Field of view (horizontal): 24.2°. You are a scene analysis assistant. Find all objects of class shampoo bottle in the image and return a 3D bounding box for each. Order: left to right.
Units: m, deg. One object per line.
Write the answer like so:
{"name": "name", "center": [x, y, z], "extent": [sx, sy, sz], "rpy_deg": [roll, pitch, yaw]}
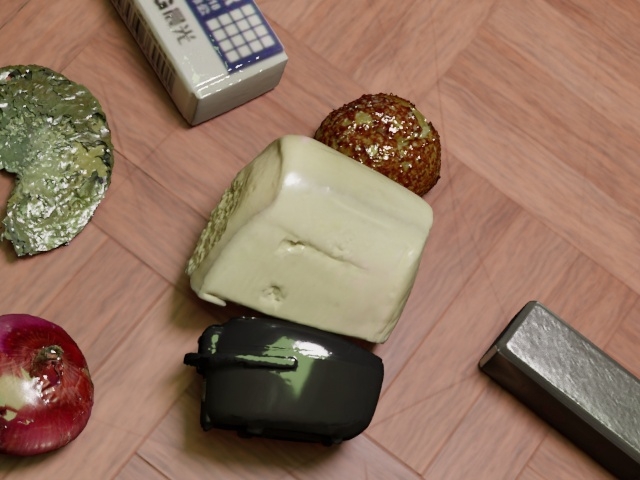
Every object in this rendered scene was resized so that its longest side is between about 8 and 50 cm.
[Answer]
{"name": "shampoo bottle", "center": [0.292, 0.173, 1.594], "extent": [0.246, 0.080, 0.079], "rpy_deg": [38, 67, 5]}

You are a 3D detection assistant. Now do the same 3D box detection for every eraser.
{"name": "eraser", "center": [-0.161, -0.276, 1.678], "extent": [0.124, 0.081, 0.279], "rpy_deg": [-27, 76, -21]}

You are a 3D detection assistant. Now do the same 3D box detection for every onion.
{"name": "onion", "center": [-0.285, 0.127, 1.455], "extent": [0.150, 0.140, 0.150], "rpy_deg": [10, 57, -16]}

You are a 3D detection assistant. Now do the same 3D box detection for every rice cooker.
{"name": "rice cooker", "center": [-0.038, 0.142, 1.505], "extent": [0.203, 0.142, 0.118], "rpy_deg": [8, 79, -5]}

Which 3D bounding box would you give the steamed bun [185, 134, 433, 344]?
{"name": "steamed bun", "center": [0.000, 0.000, 1.564], "extent": [0.225, 0.200, 0.170], "rpy_deg": [27, 22, -18]}

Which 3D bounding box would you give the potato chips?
{"name": "potato chips", "center": [-0.316, -0.091, 1.599], "extent": [0.202, 0.029, 0.220], "rpy_deg": [-22, 72, -22]}

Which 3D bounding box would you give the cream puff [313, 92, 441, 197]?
{"name": "cream puff", "center": [0.068, -0.104, 1.657], "extent": [0.149, 0.084, 0.149], "rpy_deg": [5, 68, -12]}
